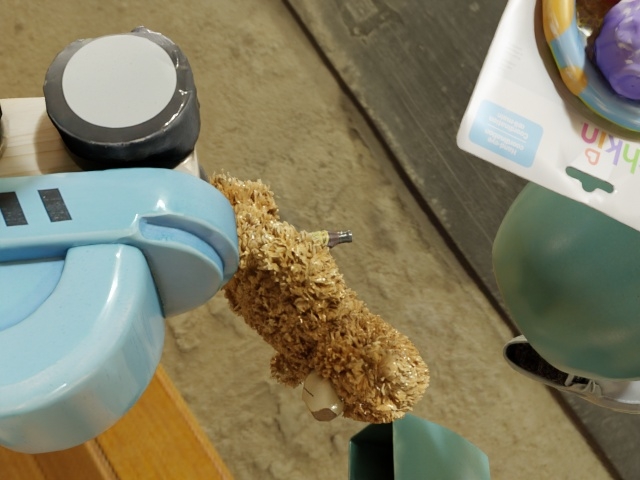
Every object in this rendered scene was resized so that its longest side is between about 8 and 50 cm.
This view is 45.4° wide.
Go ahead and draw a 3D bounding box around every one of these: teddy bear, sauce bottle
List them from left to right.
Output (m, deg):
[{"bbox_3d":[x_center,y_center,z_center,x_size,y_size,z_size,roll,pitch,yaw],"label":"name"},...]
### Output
[{"bbox_3d":[-0.038,0.072,0.824,0.338,0.113,0.245,55,145,8],"label":"teddy bear"},{"bbox_3d":[0.000,0.000,1.534,0.128,0.042,0.042,-11,76,-12],"label":"sauce bottle"}]

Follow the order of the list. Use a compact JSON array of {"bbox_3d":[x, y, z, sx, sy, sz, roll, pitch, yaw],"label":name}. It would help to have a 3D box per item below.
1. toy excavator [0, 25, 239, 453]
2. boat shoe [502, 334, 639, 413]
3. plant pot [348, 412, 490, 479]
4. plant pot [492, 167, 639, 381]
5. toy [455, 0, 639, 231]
[{"bbox_3d":[-0.265,0.100,0.531,0.432,0.222,0.446,-6,64,-7],"label":"toy excavator"},{"bbox_3d":[0.356,0.183,1.046,0.227,0.081,0.079,13,94,38],"label":"boat shoe"},{"bbox_3d":[0.192,0.443,1.422,0.166,0.234,0.166,-49,29,45],"label":"plant pot"},{"bbox_3d":[0.331,0.016,0.818,0.235,0.293,0.293,-35,69,34],"label":"plant pot"},{"bbox_3d":[0.170,-0.128,0.361,0.136,0.056,0.237,23,77,-7],"label":"toy"}]
